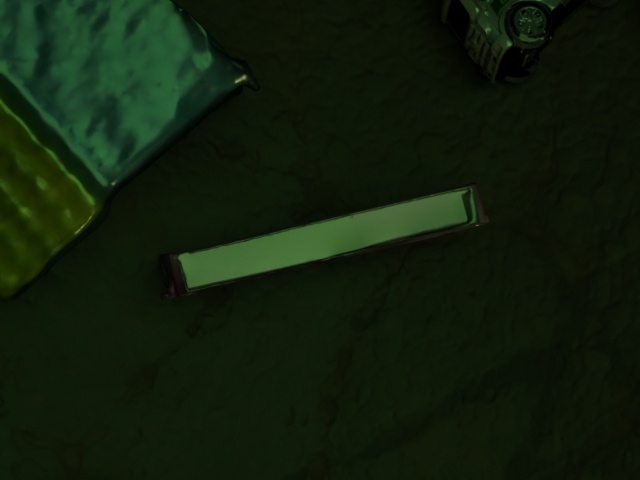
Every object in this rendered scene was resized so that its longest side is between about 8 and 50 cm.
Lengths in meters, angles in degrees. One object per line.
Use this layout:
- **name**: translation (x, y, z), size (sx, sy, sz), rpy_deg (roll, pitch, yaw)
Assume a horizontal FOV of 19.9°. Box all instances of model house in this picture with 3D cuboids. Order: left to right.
- **model house**: translation (-0.226, -0.112, 1.411), size (0.303, 0.215, 0.237), rpy_deg (-43, 94, -6)

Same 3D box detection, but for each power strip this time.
- **power strip**: translation (0.000, 0.000, 1.486), size (0.279, 0.109, 0.037), rpy_deg (-13, 90, -10)

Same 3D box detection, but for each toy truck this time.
- **toy truck**: translation (0.213, -0.251, 1.546), size (0.253, 0.114, 0.124), rpy_deg (-40, 79, -10)
